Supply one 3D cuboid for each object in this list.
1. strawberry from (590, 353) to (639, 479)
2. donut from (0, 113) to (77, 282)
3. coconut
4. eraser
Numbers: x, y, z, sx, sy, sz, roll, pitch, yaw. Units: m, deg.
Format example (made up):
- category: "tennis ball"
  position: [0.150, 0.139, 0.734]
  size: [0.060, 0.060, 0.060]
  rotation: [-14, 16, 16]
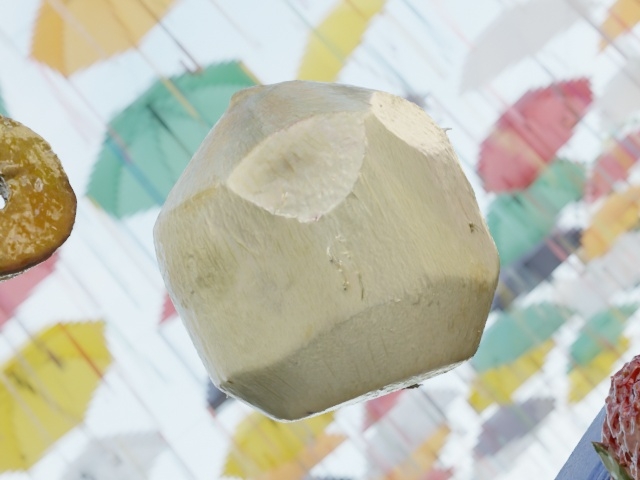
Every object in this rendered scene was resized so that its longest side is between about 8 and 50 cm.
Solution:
- category: "strawberry"
  position: [0.205, 0.085, 0.930]
  size: [0.131, 0.131, 0.148]
  rotation: [57, -140, -68]
- category: "donut"
  position: [-0.311, -0.030, 1.622]
  size: [0.178, 0.162, 0.065]
  rotation: [-9, -22, -27]
- category: "coconut"
  position: [0.002, 0.000, 0.887]
  size: [0.161, 0.162, 0.161]
  rotation: [-18, -7, -2]
- category: "eraser"
  position: [0.163, 0.123, 1.016]
  size: [0.084, 0.027, 0.063]
  rotation: [-53, 8, -16]
